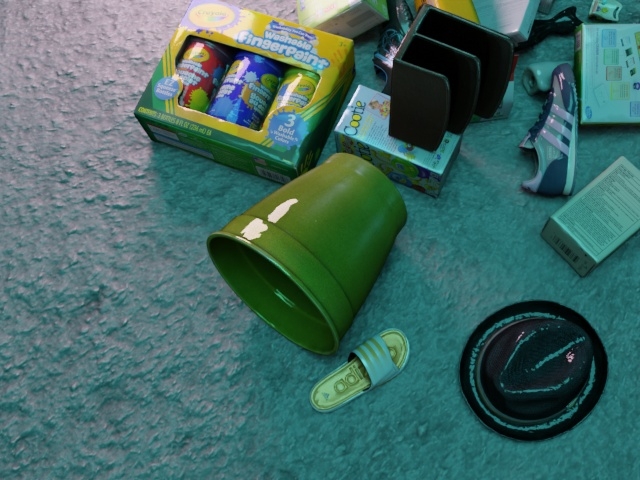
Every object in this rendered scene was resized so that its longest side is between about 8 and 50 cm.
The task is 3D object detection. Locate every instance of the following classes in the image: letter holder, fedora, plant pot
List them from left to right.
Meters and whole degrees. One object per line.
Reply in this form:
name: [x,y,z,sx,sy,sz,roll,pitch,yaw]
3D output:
plant pot: [0.000,0.000,1.618,0.366,0.366,0.353,35,67,15]
letter holder: [0.275,-0.318,1.550,0.214,0.302,0.152,25,72,12]
fedora: [0.465,0.266,1.562,0.333,0.152,0.334,-2,71,5]

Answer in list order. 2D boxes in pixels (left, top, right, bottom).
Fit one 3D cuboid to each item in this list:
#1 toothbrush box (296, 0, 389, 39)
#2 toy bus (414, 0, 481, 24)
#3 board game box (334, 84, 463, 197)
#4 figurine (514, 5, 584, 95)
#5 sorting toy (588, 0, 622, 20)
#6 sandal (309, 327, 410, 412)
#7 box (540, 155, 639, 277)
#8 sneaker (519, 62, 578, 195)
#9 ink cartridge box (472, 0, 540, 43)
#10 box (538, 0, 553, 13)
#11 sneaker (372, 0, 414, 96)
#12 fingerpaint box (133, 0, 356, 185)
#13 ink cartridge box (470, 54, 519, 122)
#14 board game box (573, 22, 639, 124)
toothbrush box: [0.047,-0.671,1.895,0.206,0.122,0.283,-20,67,33]
toy bus: [0.317,-0.541,1.797,0.108,0.130,0.333,-1,56,-11]
board game box: [0.190,-0.239,1.766,0.275,0.142,0.144,25,74,12]
figurine: [0.599,-0.486,1.846,0.209,0.092,0.215,-20,71,-6]
sorting toy: [0.745,-0.603,1.894,0.075,0.045,0.083,20,74,4]
sandal: [0.091,0.295,1.627,0.265,0.076,0.102,-36,72,-7]
box: [0.648,-0.052,1.667,0.232,0.127,0.149,-38,72,-8]
sneaker: [0.542,-0.266,1.735,0.131,0.112,0.319,1,84,11]
ink cartridge box: [0.454,-0.587,1.842,0.223,0.045,0.224,3,67,52]
box: [0.649,-0.753,1.940,0.063,0.067,0.324,27,76,14]
sneaker: [0.188,-0.501,1.868,0.139,0.125,0.341,-19,62,18]
fingerpaint box: [-0.182,-0.377,1.837,0.444,0.163,0.371,20,74,12]
ink cartridge box: [0.375,-0.354,1.744,0.180,0.225,0.056,-7,73,3]
board game box: [0.778,-0.398,1.754,0.316,0.064,0.242,1,93,2]
